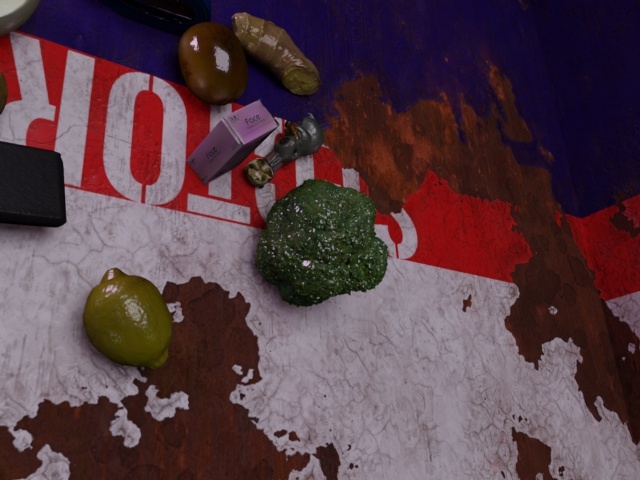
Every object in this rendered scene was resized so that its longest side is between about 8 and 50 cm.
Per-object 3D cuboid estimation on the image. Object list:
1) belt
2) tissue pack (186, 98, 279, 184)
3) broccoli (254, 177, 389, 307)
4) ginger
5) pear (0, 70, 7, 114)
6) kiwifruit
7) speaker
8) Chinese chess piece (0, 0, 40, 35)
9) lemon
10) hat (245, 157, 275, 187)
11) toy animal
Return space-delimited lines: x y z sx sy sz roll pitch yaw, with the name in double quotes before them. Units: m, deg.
"belt" -0.464 -0.708 1.703 0.347 0.212 0.117 14 63 -37
"tissue pack" -0.240 -0.261 1.640 0.148 0.246 0.092 -39 95 -41
"broccoli" -0.006 0.006 1.669 0.413 0.310 0.321 36 35 27
"ginger" -0.139 -0.599 1.960 0.354 0.126 0.190 42 40 -18
"pear" -0.780 -0.325 1.338 0.167 0.136 0.167 19 54 -29
"kiwifruit" -0.303 -0.497 1.743 0.196 0.196 0.234 -4 79 -38
"speaker" -0.755 -0.110 1.274 0.388 0.184 0.180 7 66 -46
"Chinese chess piece" -0.819 -0.638 1.394 0.349 0.146 0.349 2 86 -36
"lemon" -0.421 0.180 1.346 0.184 0.184 0.248 -30 94 -41
"hat" -0.180 -0.196 1.783 0.076 0.059 0.077 -32 85 -25
"toy animal" -0.078 -0.289 1.868 0.138 0.108 0.236 43 51 -14
